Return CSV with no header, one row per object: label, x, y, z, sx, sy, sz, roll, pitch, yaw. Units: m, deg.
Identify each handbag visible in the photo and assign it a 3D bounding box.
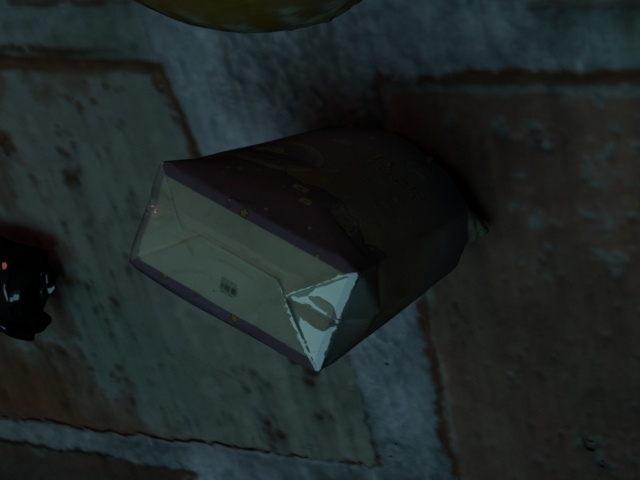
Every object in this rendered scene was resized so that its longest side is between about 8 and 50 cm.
handbag,0.000,0.000,0.745,0.117,0.173,0.095,31,114,18

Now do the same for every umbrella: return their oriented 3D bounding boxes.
umbrella,-0.278,0.002,0.966,0.235,0.059,0.066,18,112,16

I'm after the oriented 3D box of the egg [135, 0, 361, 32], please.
egg,-0.034,-0.187,0.559,0.203,0.203,0.245,8,133,23
